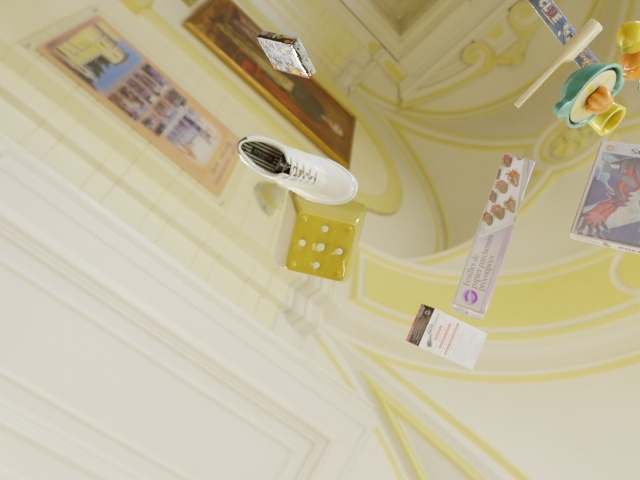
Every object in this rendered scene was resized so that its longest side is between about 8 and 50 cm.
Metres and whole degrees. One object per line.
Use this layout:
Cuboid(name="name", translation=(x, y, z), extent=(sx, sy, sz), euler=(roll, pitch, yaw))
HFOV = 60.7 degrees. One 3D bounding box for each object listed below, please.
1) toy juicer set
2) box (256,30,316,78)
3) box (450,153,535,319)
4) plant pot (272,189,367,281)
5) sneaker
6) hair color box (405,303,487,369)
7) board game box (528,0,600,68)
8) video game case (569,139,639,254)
Cuboid(name="toy juicer set", translation=(0.526, -0.304, 1.015), extent=(0.089, 0.329, 0.209), euler=(53, -52, 34))
Cuboid(name="box", translation=(-0.079, -0.429, 1.258), extent=(0.027, 0.094, 0.137), euler=(-48, -134, -13))
Cuboid(name="box", translation=(0.332, -0.010, 1.050), extent=(0.067, 0.063, 0.324), euler=(63, 48, -68))
Cuboid(name="plant pot", translation=(0.000, 0.000, 1.361), extent=(0.187, 0.212, 0.212), euler=(-99, -157, -79))
Cuboid(name="sneaker", translation=(-0.051, -0.135, 1.082), extent=(0.091, 0.258, 0.094), euler=(-65, 175, -77))
Cuboid(name="hair color box", translation=(0.280, 0.214, 1.210), extent=(0.053, 0.167, 0.093), euler=(17, -99, 63))
Cuboid(name="board game box", translation=(0.616, -0.533, 1.388), extent=(0.042, 0.243, 0.165), euler=(-38, -168, 29))
Cuboid(name="video game case", translation=(0.532, -0.069, 0.893), extent=(0.183, 0.023, 0.201), euler=(16, -112, 29))
